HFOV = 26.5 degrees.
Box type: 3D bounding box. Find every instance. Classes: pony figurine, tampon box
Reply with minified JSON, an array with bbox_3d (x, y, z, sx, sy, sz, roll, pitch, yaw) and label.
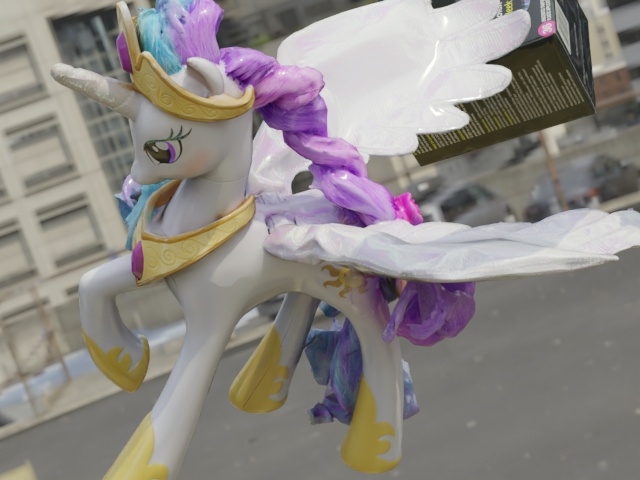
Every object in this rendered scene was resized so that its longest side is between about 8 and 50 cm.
[{"bbox_3d":[0.000,0.000,0.887,0.351,0.364,0.303,-7,39,-19],"label":"pony figurine"},{"bbox_3d":[0.136,-0.156,1.141,0.161,0.101,0.120,-16,47,23],"label":"tampon box"}]
